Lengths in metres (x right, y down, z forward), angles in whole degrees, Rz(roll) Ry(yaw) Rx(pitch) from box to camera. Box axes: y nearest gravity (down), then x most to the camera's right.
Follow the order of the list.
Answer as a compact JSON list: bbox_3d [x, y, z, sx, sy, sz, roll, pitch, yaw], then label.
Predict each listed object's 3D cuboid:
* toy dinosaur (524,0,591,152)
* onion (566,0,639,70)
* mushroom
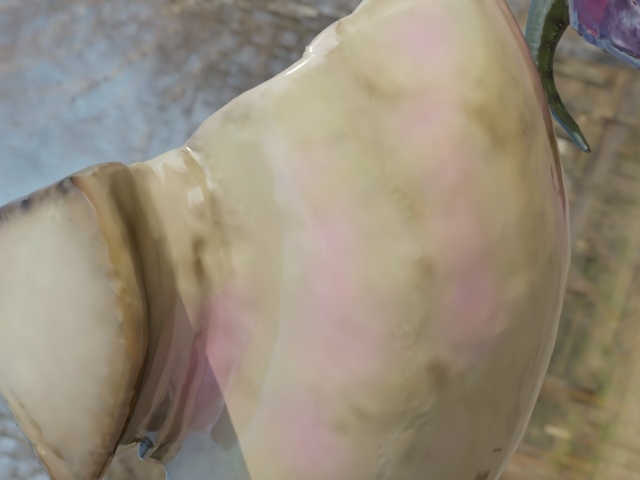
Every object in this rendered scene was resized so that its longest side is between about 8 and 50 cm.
[{"bbox_3d":[0.219,-0.183,1.379,0.087,0.187,0.179,51,-165,-56],"label":"toy dinosaur"},{"bbox_3d":[0.329,-0.189,1.181,0.260,0.337,0.282,-66,32,18],"label":"onion"},{"bbox_3d":[0.022,0.016,0.636,0.162,0.173,0.236,-39,-8,34],"label":"mushroom"}]
